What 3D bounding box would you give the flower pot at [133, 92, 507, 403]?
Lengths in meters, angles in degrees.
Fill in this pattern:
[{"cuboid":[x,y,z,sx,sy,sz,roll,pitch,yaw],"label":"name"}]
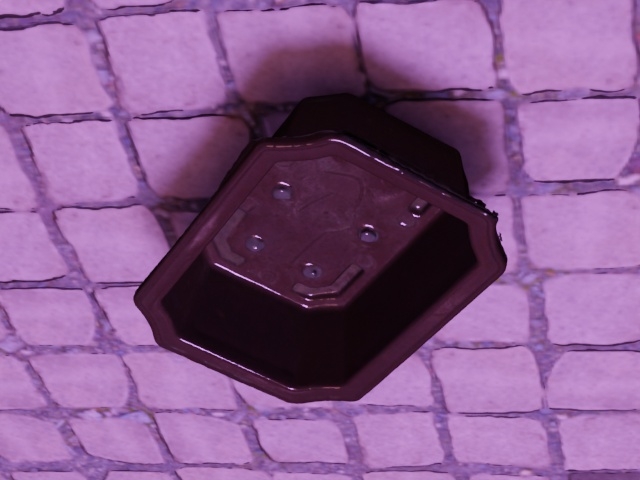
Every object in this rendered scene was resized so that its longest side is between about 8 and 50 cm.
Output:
[{"cuboid":[0.000,0.000,0.928,0.179,0.084,0.251,26,136,-17],"label":"flower pot"}]
